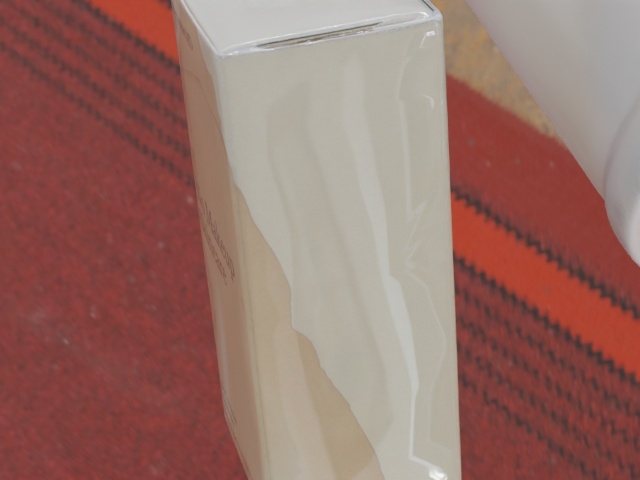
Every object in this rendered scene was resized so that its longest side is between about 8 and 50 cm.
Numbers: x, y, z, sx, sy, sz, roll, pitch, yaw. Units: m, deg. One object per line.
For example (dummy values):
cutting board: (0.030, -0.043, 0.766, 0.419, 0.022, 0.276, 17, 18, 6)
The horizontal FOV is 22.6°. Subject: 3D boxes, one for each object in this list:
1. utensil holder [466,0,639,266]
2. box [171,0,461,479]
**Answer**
utensil holder: (0.236, -0.223, 1.029, 0.327, 0.327, 0.385, -30, 63, -1)
box: (0.000, 0.000, 0.919, 0.121, 0.311, 0.148, -12, 28, -11)
